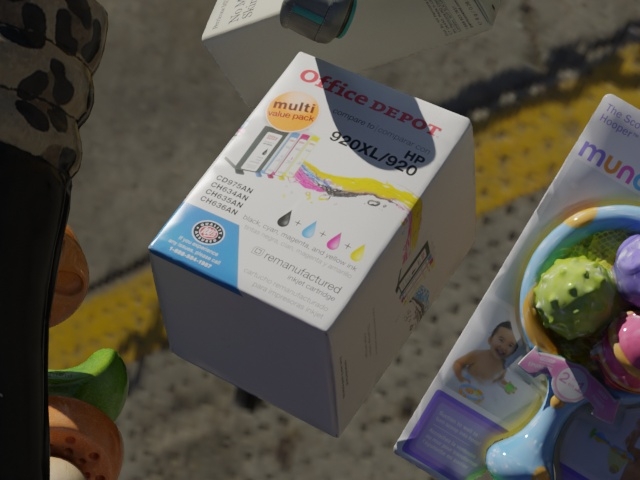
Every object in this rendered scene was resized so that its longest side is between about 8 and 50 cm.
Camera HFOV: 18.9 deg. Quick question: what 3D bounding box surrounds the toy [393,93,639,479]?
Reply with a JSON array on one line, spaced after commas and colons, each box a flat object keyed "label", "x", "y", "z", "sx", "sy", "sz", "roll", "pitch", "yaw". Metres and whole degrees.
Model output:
[{"label": "toy", "x": 0.156, "y": 0.054, "z": 1.061, "sx": 0.137, "sy": 0.056, "sz": 0.237, "roll": 31, "pitch": 97, "yaw": 4}]

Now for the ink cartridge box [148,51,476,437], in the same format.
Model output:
[{"label": "ink cartridge box", "x": 0.000, "y": 0.000, "z": 1.575, "sx": 0.171, "sy": 0.168, "sz": 0.233, "roll": 25, "pitch": 60, "yaw": 20}]

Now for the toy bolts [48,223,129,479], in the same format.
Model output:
[{"label": "toy bolts", "x": -0.256, "y": 0.105, "z": 1.336, "sx": 0.158, "sy": 0.228, "sz": 0.218, "roll": -93, "pitch": 0, "yaw": -56}]

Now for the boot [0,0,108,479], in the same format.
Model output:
[{"label": "boot", "x": -0.243, "y": 0.049, "z": 0.589, "sx": 0.377, "sy": 0.138, "sz": 0.284, "roll": 3, "pitch": 75, "yaw": 12}]

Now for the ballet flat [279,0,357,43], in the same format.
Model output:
[{"label": "ballet flat", "x": -0.010, "y": -0.226, "z": 1.598, "sx": 0.213, "sy": 0.068, "sz": 0.072, "roll": -96, "pitch": 27, "yaw": -65}]

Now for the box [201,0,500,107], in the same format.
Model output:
[{"label": "box", "x": 0.033, "y": -0.225, "z": 1.809, "sx": 0.275, "sy": 0.094, "sz": 0.113, "roll": -16, "pitch": 36, "yaw": 29}]
